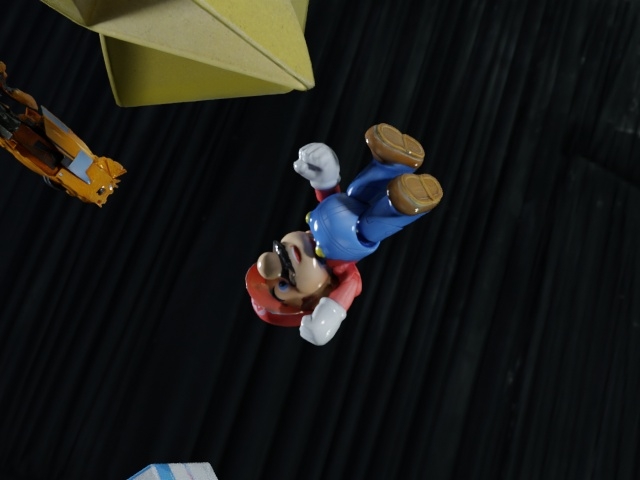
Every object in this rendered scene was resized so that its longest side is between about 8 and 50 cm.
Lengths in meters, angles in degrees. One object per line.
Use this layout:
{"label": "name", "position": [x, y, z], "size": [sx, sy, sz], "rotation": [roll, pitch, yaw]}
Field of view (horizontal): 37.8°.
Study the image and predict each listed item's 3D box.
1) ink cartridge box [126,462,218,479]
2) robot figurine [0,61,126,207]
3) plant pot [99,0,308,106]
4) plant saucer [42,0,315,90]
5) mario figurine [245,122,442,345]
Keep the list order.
{"label": "ink cartridge box", "position": [-0.155, 0.255, 0.888], "size": [0.052, 0.088, 0.122], "rotation": [58, -171, 19]}
{"label": "robot figurine", "position": [-0.411, -0.161, 1.282], "size": [0.291, 0.085, 0.211], "rotation": [42, 169, -24]}
{"label": "plant pot", "position": [-0.138, -0.295, 1.027], "size": [0.212, 0.212, 0.187], "rotation": [-3, 141, 12]}
{"label": "plant saucer", "position": [-0.194, -0.250, 0.743], "size": [0.332, 0.081, 0.332], "rotation": [22, 177, 37]}
{"label": "mario figurine", "position": [0.000, 0.000, 1.199], "size": [0.170, 0.198, 0.320], "rotation": [35, 124, -11]}
